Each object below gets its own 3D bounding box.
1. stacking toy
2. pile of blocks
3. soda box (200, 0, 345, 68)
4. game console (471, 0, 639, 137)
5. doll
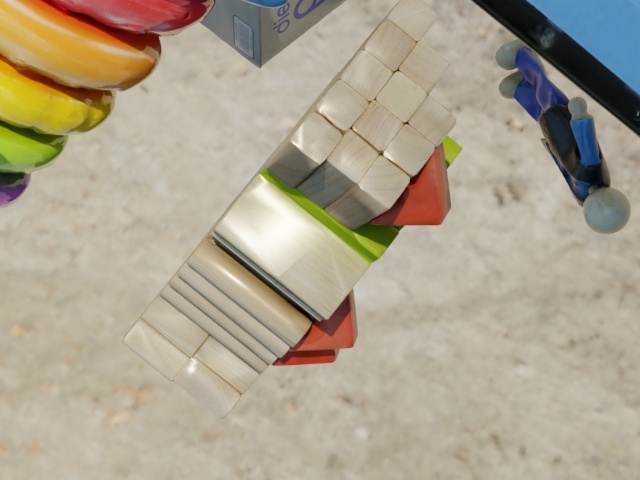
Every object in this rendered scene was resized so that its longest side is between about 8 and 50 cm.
[{"bbox_3d":[-0.176,-0.078,0.749,0.175,0.166,0.302,47,111,25],"label":"stacking toy"},{"bbox_3d":[0.000,0.000,0.903,0.112,0.149,0.362,39,142,-4],"label":"pile of blocks"},{"bbox_3d":[-0.033,-0.234,0.848,0.091,0.098,0.286,39,154,21],"label":"soda box"},{"bbox_3d":[0.222,-0.208,0.821,0.293,0.173,0.250,33,148,-29],"label":"game console"},{"bbox_3d":[0.203,-0.078,1.222,0.046,0.189,0.129,-22,142,-4],"label":"doll"}]
